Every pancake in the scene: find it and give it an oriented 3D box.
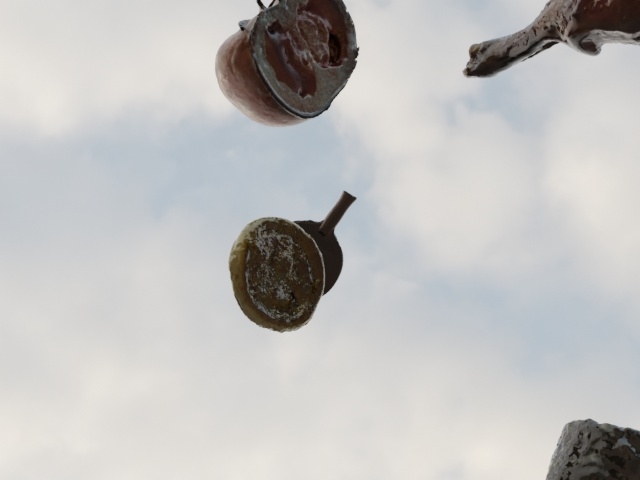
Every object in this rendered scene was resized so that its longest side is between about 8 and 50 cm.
[{"bbox_3d":[-0.051,0.042,1.202,0.028,0.158,0.158,-11,-48,44],"label":"pancake"}]

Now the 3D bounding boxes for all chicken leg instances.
[{"bbox_3d":[0.312,-0.222,0.963,0.407,0.095,0.158,0,-22,37],"label":"chicken leg"}]

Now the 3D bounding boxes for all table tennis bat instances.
[{"bbox_3d":[0.000,0.000,1.255,0.107,0.119,0.170,35,-99,-4],"label":"table tennis bat"}]

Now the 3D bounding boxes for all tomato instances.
[{"bbox_3d":[-0.064,-0.257,1.360,0.155,0.214,0.180,-14,-65,47],"label":"tomato"}]

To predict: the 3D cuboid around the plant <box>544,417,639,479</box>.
[{"bbox_3d":[0.381,0.426,1.367,0.194,0.320,0.181,3,-27,35],"label":"plant"}]
